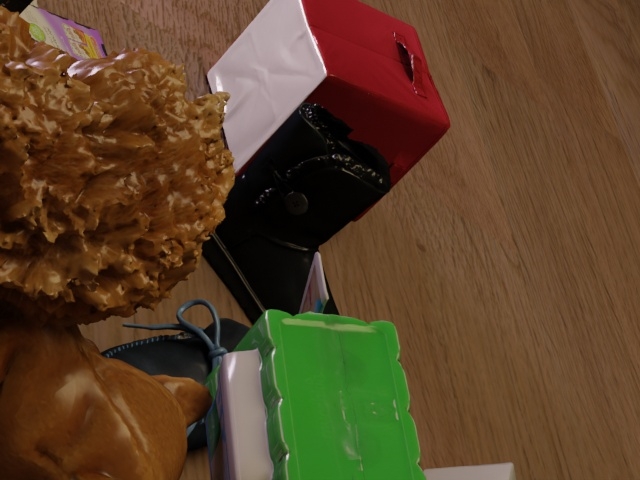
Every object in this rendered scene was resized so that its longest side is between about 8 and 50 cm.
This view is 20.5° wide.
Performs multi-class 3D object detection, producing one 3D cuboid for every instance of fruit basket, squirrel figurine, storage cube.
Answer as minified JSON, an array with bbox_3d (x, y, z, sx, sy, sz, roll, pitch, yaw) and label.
[{"bbox_3d":[-0.036,0.239,1.386,0.165,0.353,0.327,11,41,-19],"label":"fruit basket"},{"bbox_3d":[-0.225,0.041,1.233,0.370,0.397,0.281,39,21,-2],"label":"squirrel figurine"},{"bbox_3d":[0.005,-0.166,2.110,0.193,0.215,0.184,20,39,-37],"label":"storage cube"}]

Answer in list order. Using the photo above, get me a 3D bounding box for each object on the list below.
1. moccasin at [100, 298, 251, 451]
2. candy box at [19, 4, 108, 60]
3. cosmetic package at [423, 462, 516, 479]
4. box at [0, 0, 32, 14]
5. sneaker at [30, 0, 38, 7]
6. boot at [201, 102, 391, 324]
[{"bbox_3d":[-0.098,0.117,1.661,0.138,0.117,0.342,58,26,14],"label":"moccasin"},{"bbox_3d":[-0.287,-0.156,1.773,0.196,0.070,0.165,17,41,-50],"label":"candy box"},{"bbox_3d":[0.127,0.409,1.516,0.377,0.097,0.284,-63,146,-63],"label":"cosmetic package"},{"bbox_3d":[-0.333,-0.335,1.679,0.073,0.293,0.295,19,39,-45],"label":"box"},{"bbox_3d":[-0.337,-0.298,1.895,0.094,0.080,0.212,38,33,-50],"label":"sneaker"},{"bbox_3d":[0.000,0.000,1.873,0.246,0.207,0.094,51,25,0],"label":"boot"}]
